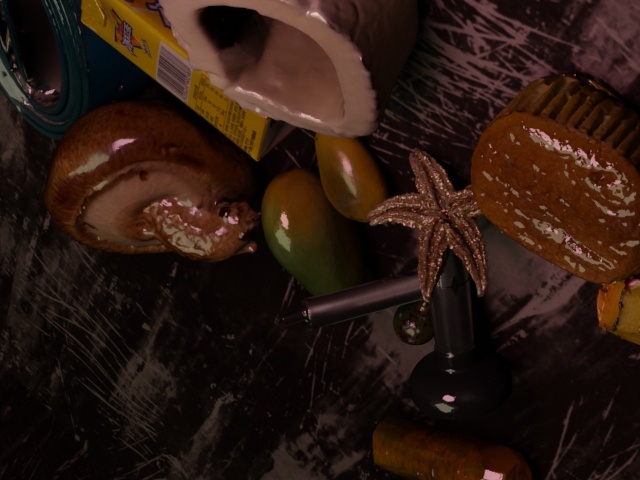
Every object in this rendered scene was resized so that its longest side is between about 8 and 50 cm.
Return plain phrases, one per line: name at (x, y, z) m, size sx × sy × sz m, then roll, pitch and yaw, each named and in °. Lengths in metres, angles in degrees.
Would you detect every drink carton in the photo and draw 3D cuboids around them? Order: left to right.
drink carton at (-0.168, -0.285, 1.986) m, size 0.351 × 0.154 × 0.111 m, roll 38°, pitch 147°, yaw 14°

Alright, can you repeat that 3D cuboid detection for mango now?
mango at (0.000, 0.000, 2.109) m, size 0.114 × 0.156 × 0.251 m, roll -19°, pitch 124°, yaw 31°
mango at (0.041, -0.101, 2.019) m, size 0.103 × 0.076 × 0.161 m, roll -15°, pitch 105°, yaw 57°

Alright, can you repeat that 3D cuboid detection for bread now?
bread at (0.311, -0.068, 1.660) m, size 0.253 × 0.142 × 0.227 m, roll 39°, pitch 140°, yaw 18°

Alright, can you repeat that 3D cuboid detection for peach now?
peach at (0.417, 0.082, 1.725) m, size 0.151 × 0.118 × 0.151 m, roll 9°, pitch 128°, yaw 11°

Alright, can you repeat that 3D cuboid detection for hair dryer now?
hair dryer at (0.109, 0.118, 2.034) m, size 0.284 × 0.156 × 0.320 m, roll -15°, pitch 118°, yaw 10°

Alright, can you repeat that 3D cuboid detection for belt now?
belt at (-0.419, -0.372, 2.182) m, size 0.300 × 0.173 × 0.437 m, roll 25°, pitch 142°, yaw 32°

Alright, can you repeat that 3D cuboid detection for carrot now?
carrot at (0.218, 0.373, 2.296) m, size 0.302 × 0.114 × 0.114 m, roll 10°, pitch 133°, yaw 49°

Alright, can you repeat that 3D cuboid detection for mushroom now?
mushroom at (-0.261, -0.077, 2.156) m, size 0.345 × 0.345 × 0.260 m, roll 106°, pitch 155°, yaw -55°

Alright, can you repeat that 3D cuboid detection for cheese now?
cheese at (-0.033, -0.276, 1.745) m, size 0.292 × 0.153 × 0.332 m, roll 15°, pitch 155°, yaw 23°

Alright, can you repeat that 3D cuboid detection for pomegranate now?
pomegranate at (0.151, 0.125, 2.138) m, size 0.073 × 0.073 × 0.084 m, roll 47°, pitch 144°, yaw 1°

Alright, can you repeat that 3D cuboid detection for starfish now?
starfish at (0.177, -0.028, 1.887) m, size 0.240 × 0.043 × 0.227 m, roll -14°, pitch 78°, yaw 29°
